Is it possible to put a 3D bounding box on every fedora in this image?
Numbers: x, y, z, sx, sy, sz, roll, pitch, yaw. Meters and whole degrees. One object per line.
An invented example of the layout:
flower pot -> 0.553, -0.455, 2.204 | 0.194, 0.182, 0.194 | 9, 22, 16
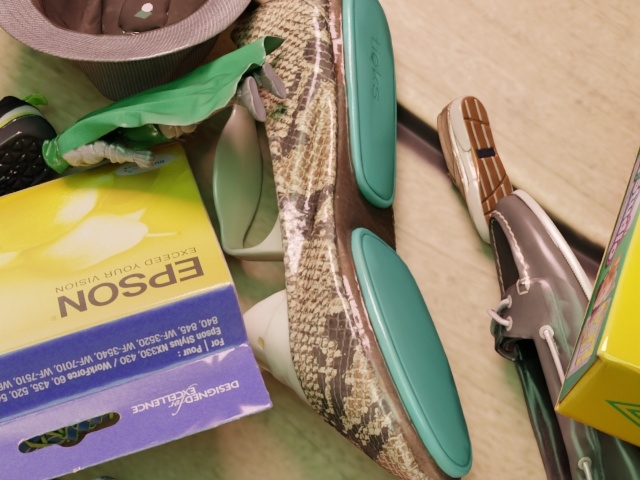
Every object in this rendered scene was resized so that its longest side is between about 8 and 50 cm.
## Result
fedora -> -0.167, -0.222, 1.154 | 0.244, 0.124, 0.275 | -2, 55, 2

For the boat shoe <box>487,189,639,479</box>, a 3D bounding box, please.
boat shoe -> 0.190, 0.119, 1.020 | 0.096, 0.112, 0.335 | -20, 74, -6

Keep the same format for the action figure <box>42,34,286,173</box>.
action figure -> -0.144, -0.100, 1.072 | 0.232, 0.137, 0.063 | -14, 110, 29

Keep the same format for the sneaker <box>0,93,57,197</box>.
sneaker -> -0.342, -0.052, 1.161 | 0.235, 0.084, 0.097 | -33, 46, -6

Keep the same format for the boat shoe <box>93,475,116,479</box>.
boat shoe -> -0.188, 0.287, 1.024 | 0.083, 0.065, 0.183 | 24, 75, 14

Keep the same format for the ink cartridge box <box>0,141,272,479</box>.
ink cartridge box -> -0.221, 0.059, 1.011 | 0.304, 0.072, 0.307 | -17, 35, -8

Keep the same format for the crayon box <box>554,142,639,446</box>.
crayon box -> 0.384, 0.023, 0.968 | 0.313, 0.106, 0.363 | 22, 57, 6

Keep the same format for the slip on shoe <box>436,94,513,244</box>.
slip on shoe -> 0.134, -0.060, 1.124 | 0.051, 0.041, 0.135 | -8, 80, -43

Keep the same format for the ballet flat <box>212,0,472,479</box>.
ballet flat -> 0.000, 0.000, 1.074 | 0.182, 0.164, 0.482 | -20, 63, 22

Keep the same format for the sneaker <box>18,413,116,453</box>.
sneaker -> -0.217, 0.143, 1.070 | 0.240, 0.091, 0.126 | 6, 82, 20
